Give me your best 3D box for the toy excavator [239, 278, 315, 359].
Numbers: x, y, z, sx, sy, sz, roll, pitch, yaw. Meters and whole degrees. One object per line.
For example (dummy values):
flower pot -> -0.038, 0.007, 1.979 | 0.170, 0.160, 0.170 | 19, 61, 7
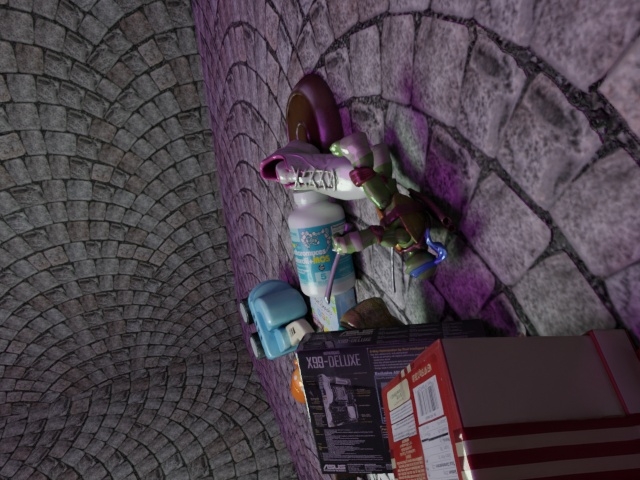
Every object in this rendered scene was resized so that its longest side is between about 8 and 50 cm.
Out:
toy excavator -> -0.111, 0.310, 1.481 | 0.433, 0.222, 0.445 | 67, 156, 19

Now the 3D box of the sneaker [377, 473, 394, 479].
sneaker -> 0.173, 0.572, 1.090 | 0.235, 0.094, 0.153 | 93, 156, -42

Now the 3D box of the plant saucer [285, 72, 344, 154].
plant saucer -> -0.028, -0.270, 1.092 | 0.310, 0.050, 0.311 | 166, 90, -69

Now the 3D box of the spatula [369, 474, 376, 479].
spatula -> 0.143, 0.678, 1.256 | 0.242, 0.019, 0.168 | -126, 21, -75

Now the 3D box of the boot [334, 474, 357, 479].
boot -> 0.077, 0.772, 1.432 | 0.106, 0.082, 0.219 | -97, -5, -72

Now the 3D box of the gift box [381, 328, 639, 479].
gift box -> 0.234, 0.224, 0.469 | 0.255, 0.258, 0.277 | 110, 160, -60

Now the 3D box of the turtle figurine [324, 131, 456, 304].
turtle figurine -> 0.083, -0.034, 0.753 | 0.275, 0.197, 0.266 | 134, 122, -63

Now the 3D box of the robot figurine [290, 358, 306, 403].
robot figurine -> -0.051, 0.545, 1.604 | 0.219, 0.128, 0.158 | 104, 177, -52

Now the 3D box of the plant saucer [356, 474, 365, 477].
plant saucer -> 0.081, 0.719, 1.511 | 0.278, 0.041, 0.278 | 50, 148, 48

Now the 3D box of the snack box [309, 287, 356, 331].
snack box -> 0.034, 0.193, 1.218 | 0.207, 0.070, 0.175 | 27, 129, 62

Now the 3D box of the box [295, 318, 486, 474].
box -> 0.130, 0.270, 0.706 | 0.076, 0.307, 0.243 | -46, -54, -72

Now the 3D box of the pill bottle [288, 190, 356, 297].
pill bottle -> 0.000, 0.000, 1.063 | 0.146, 0.146, 0.264 | -164, 61, -67

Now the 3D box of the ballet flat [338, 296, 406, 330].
ballet flat -> 0.170, 0.254, 0.817 | 0.349, 0.123, 0.123 | 54, 164, -14

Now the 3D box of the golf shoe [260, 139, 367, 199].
golf shoe -> -0.012, -0.144, 0.933 | 0.306, 0.140, 0.115 | 22, 128, 42
